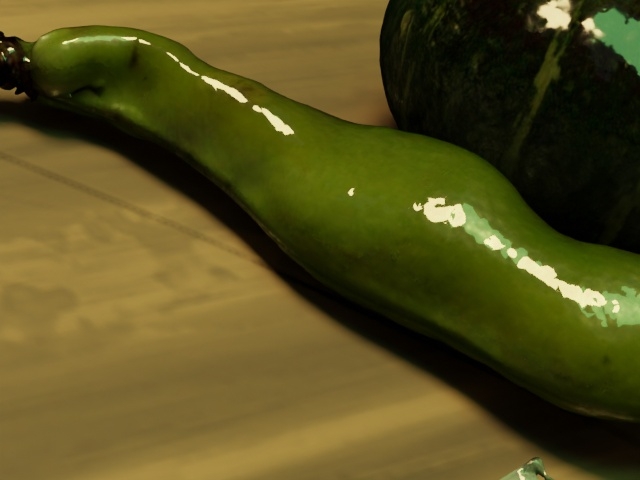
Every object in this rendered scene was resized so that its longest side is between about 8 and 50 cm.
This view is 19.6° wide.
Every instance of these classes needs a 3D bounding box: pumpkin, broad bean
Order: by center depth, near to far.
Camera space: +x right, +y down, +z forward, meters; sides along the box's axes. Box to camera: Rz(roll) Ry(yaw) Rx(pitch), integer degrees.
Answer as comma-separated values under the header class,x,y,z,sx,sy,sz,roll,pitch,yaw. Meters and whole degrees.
class,x,y,z,sx,sy,sz,roll,pitch,yaw
broad bean,0.003,-0.008,0.652,0.318,0.056,0.098,18,46,6
pumpkin,0.105,-0.067,0.723,0.167,0.125,0.167,4,51,-5

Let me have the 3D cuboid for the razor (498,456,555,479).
class,x,y,z,sx,sy,sz,roll,pitch,yaw
razor,0.167,0.119,0.560,0.278,0.056,0.111,2,40,-37
